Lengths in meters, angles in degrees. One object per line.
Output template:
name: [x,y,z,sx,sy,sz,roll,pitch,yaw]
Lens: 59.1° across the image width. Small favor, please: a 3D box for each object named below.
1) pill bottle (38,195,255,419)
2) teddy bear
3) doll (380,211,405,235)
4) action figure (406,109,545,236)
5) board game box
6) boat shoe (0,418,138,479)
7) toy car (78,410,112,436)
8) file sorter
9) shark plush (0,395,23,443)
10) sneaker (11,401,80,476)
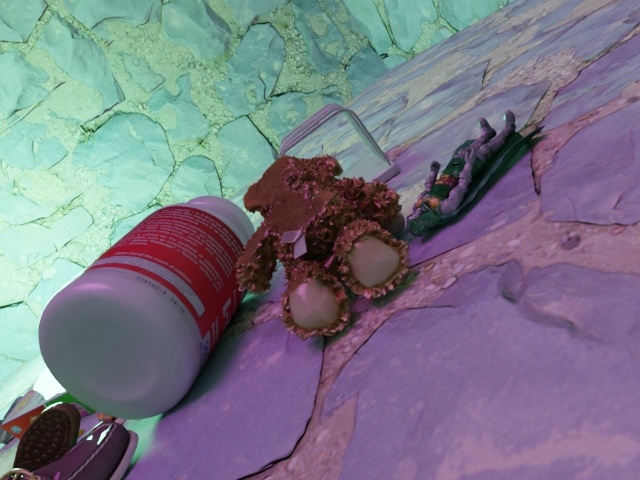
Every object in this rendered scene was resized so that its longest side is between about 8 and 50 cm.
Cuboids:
pill bottle: [-0.247,0.076,0.938,0.229,0.229,0.407,-31,15,23]
teddy bear: [0.000,0.000,0.768,0.245,0.113,0.338,-53,35,-5]
doll: [0.050,-0.006,0.854,0.189,0.046,0.129,-17,27,43]
action figure: [0.188,-0.087,0.764,0.232,0.063,0.137,-48,21,-26]
board game box: [-0.506,0.275,1.194,0.316,0.064,0.242,-28,26,33]
boat shoe: [-0.356,0.331,0.658,0.117,0.096,0.324,-20,22,52]
toy car: [-0.391,0.302,0.951,0.122,0.040,0.060,-35,14,6]
file sorter: [0.021,-0.179,1.215,0.193,0.173,0.277,-36,15,6]
shark plush: [-0.742,0.434,1.322,0.161,0.067,0.073,-36,14,7]
sneaker: [-0.379,0.297,0.795,0.192,0.064,0.086,-62,-1,10]
